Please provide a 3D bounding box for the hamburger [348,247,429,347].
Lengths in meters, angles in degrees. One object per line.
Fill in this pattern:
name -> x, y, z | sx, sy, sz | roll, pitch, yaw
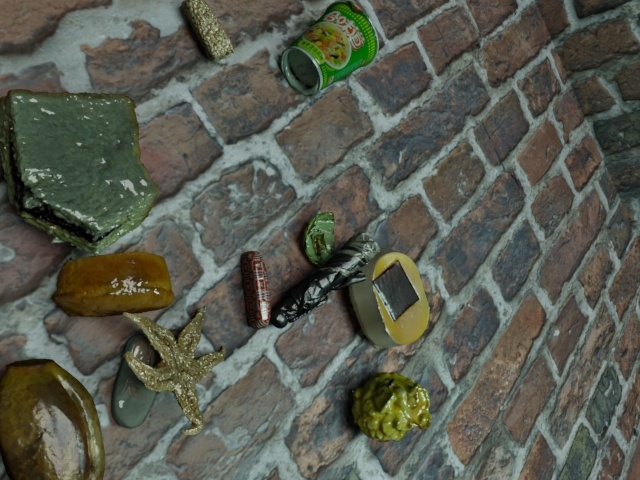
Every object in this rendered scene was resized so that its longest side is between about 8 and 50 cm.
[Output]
hamburger -> 0.190, 0.165, 1.741 | 0.227, 0.151, 0.295 | -21, 101, -35

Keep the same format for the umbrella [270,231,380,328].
umbrella -> 0.013, 0.115, 1.591 | 0.358, 0.113, 0.106 | -39, 101, -20

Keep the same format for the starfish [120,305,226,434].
starfish -> -0.308, 0.255, 1.312 | 0.299, 0.060, 0.302 | 64, 23, -7

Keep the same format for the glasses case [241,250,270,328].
glasses case -> -0.155, 0.121, 1.498 | 0.049, 0.073, 0.194 | -4, 86, -35

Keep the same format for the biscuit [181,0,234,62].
biscuit -> -0.282, -0.529, 1.505 | 0.070, 0.082, 0.168 | -34, 106, -13

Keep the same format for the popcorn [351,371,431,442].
popcorn -> 0.194, 0.452, 1.661 | 0.218, 0.189, 0.169 | -38, 110, -36

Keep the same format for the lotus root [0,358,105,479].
lotus root -> -0.493, 0.351, 1.105 | 0.193, 0.193, 0.290 | -21, 93, -41

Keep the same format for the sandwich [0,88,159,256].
sandwich -> -0.471, -0.136, 1.186 | 0.262, 0.131, 0.325 | -6, 70, -41

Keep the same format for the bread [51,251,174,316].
bread -> -0.406, 0.089, 1.250 | 0.260, 0.134, 0.129 | -1, 82, -41

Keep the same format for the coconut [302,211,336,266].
coconut -> -0.001, -0.002, 1.658 | 0.133, 0.055, 0.158 | 0, 97, -35

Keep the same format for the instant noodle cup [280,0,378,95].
instant noodle cup -> 0.015, -0.530, 1.691 | 0.233, 0.207, 0.207 | -43, 110, -28

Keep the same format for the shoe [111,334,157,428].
shoe -> -0.382, 0.296, 1.272 | 0.079, 0.078, 0.195 | 18, 67, -38
